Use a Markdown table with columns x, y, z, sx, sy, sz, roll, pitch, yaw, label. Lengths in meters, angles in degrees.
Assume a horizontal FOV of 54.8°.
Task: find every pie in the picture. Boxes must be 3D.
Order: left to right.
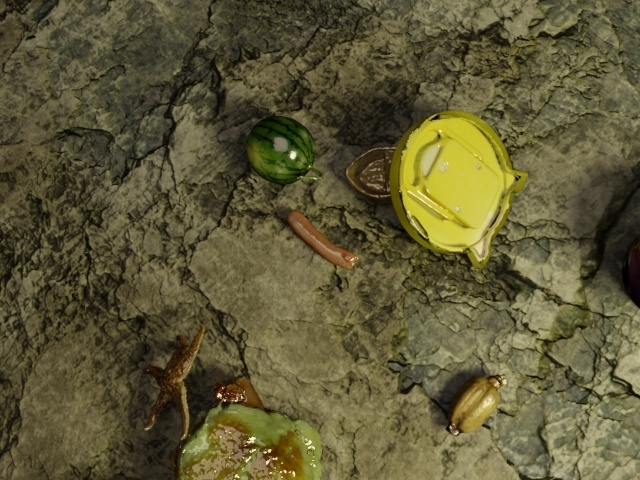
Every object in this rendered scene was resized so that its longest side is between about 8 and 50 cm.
| x | y | z | sx | sy | sz | roll | pitch | yaw | label |
| --- | --- | --- | --- | --- | --- | --- | --- | --- | --- |
| -0.135 | 0.413 | 1.131 | 0.274 | 0.105 | 0.257 | 35 | 63 | 5 | pie |

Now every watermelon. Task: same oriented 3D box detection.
| x | y | z | sx | sy | sz | roll | pitch | yaw | label |
| --- | --- | --- | --- | --- | --- | --- | --- | --- | --- |
| -0.067 | -0.177 | 1.292 | 0.187 | 0.141 | 0.141 | 36 | 81 | 12 | watermelon |

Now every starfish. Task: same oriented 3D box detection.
| x | y | z | sx | sy | sz | roll | pitch | yaw | label |
| --- | --- | --- | --- | --- | --- | --- | --- | --- | --- |
| -0.278 | 0.269 | 1.181 | 0.213 | 0.057 | 0.238 | -53 | 33 | 15 | starfish |

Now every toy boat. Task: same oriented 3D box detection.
| x | y | z | sx | sy | sz | roll | pitch | yaw | label |
| --- | --- | --- | --- | --- | --- | --- | --- | --- | --- |
| 0.146 | -0.134 | 1.292 | 0.188 | 0.061 | 0.116 | 0 | 75 | 7 | toy boat |

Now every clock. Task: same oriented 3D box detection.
| x | y | z | sx | sy | sz | roll | pitch | yaw | label |
| --- | --- | --- | --- | --- | --- | --- | --- | --- | --- |
| 0.258 | -0.109 | 1.217 | 0.293 | 0.071 | 0.277 | 41 | 73 | -21 | clock |

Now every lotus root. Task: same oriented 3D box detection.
| x | y | z | sx | sy | sz | roll | pitch | yaw | label |
| --- | --- | --- | --- | --- | --- | --- | --- | --- | --- |
| 0.289 | 0.300 | 1.148 | 0.152 | 0.063 | 0.072 | -45 | 47 | 0 | lotus root |

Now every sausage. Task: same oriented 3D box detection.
| x | y | z | sx | sy | sz | roll | pitch | yaw | label |
| --- | --- | --- | --- | --- | --- | --- | --- | --- | --- |
| 0.000 | -0.001 | 1.281 | 0.176 | 0.040 | 0.047 | 40 | 76 | 15 | sausage |

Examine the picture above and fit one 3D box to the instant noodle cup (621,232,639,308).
| x | y | z | sx | sy | sz | roll | pitch | yaw | label |
| --- | --- | --- | --- | --- | --- | --- | --- | --- | --- |
| 0.672 | 0.045 | 1.107 | 0.251 | 0.190 | 0.251 | -2 | 74 | 7 | instant noodle cup |
